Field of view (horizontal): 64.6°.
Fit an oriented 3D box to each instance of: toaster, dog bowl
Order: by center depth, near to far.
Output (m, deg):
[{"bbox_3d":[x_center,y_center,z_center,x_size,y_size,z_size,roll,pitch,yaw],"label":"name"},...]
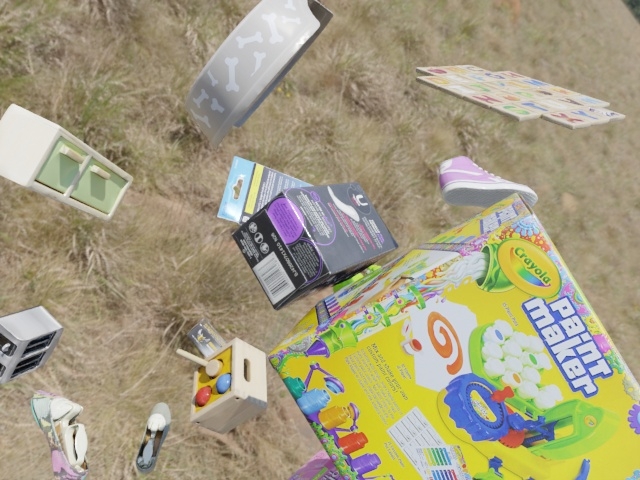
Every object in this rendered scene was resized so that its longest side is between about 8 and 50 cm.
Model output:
[{"bbox_3d":[-0.126,-0.337,0.977,0.102,0.349,0.349,42,40,-13],"label":"dog bowl"},{"bbox_3d":[-0.817,0.279,1.380,0.110,0.168,0.185,38,16,9],"label":"toaster"}]

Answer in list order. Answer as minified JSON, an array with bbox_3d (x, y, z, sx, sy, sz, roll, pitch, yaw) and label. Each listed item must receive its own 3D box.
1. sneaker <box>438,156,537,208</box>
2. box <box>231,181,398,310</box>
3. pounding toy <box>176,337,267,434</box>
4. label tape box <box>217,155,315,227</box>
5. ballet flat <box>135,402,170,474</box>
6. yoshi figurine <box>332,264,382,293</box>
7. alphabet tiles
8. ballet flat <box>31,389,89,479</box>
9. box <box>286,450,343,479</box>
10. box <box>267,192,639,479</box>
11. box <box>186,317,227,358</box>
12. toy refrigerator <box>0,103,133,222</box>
[{"bbox_3d":[0.470,-0.170,1.434,0.282,0.102,0.161,10,47,-11],"label":"sneaker"},{"bbox_3d":[0.000,0.000,0.939,0.270,0.143,0.165,-15,72,-56],"label":"box"},{"bbox_3d":[-0.173,0.235,0.865,0.100,0.130,0.141,38,27,-34],"label":"pounding toy"},{"bbox_3d":[-0.178,-0.113,1.774,0.347,0.115,0.249,18,62,-18],"label":"label tape box"},{"bbox_3d":[-0.508,0.600,1.547,0.072,0.068,0.213,11,58,-5],"label":"ballet flat"},{"bbox_3d":[0.098,0.245,1.553,0.203,0.203,0.362,16,84,-51],"label":"yoshi figurine"},{"bbox_3d":[0.352,-0.272,0.926,0.285,0.011,0.342,-16,38,-33],"label":"alphabet tiles"},{"bbox_3d":[-0.497,0.372,0.989,0.221,0.079,0.077,53,8,30],"label":"ballet flat"},{"bbox_3d":[0.017,0.726,1.451,0.213,0.243,0.117,-27,94,-38],"label":"box"},{"bbox_3d":[0.156,0.151,0.522,0.290,0.279,0.177,59,21,-1],"label":"box"},{"bbox_3d":[-0.322,0.356,1.611,0.056,0.183,0.231,-39,92,-8],"label":"box"},{"bbox_3d":[-0.421,-0.114,0.848,0.094,0.269,0.102,26,82,6],"label":"toy refrigerator"}]
